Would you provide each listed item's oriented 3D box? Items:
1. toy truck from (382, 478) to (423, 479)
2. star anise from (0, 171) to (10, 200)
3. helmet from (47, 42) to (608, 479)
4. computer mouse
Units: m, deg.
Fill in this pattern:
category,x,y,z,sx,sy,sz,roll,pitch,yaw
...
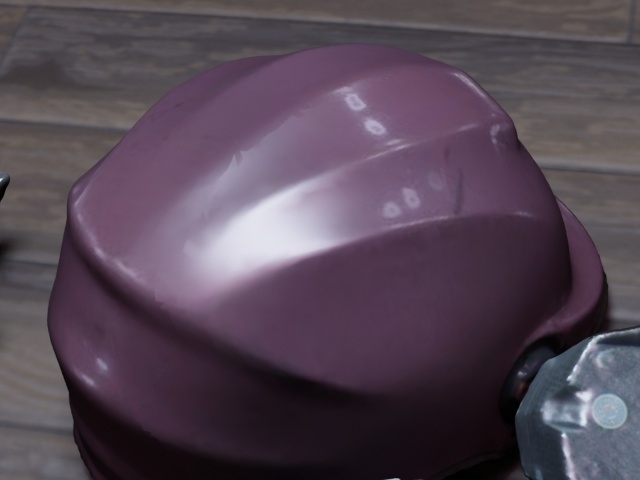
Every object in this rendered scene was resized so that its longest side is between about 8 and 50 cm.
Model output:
category,x,y,z,sx,sy,sz,roll,pitch,yaw
toy truck,0.075,0.209,0.688,0.177,0.161,0.213,-7,45,-24
star anise,-0.315,0.005,0.939,0.223,0.109,0.236,-14,32,-42
helmet,0.000,0.000,0.841,0.338,0.197,0.271,-33,50,-18
computer mouse,0.212,0.115,0.787,0.231,0.071,0.126,10,65,0
